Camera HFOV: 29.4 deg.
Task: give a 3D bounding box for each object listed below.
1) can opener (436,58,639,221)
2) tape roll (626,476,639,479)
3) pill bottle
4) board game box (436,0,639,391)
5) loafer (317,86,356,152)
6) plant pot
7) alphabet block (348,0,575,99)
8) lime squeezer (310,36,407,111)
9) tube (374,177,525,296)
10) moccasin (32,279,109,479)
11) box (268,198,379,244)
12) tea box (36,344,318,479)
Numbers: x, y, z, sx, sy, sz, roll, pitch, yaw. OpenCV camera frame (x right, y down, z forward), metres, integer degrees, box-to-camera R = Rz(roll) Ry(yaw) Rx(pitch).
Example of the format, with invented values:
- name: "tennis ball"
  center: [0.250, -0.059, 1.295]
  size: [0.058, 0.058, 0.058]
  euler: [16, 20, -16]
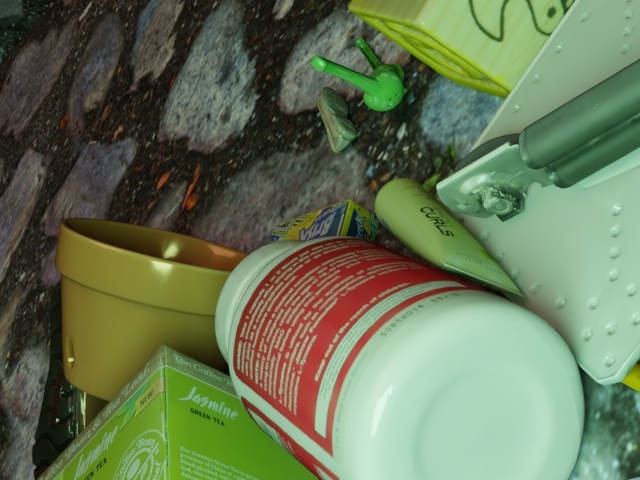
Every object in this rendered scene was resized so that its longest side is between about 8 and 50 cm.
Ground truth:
- name: "can opener"
  center: [0.225, -0.104, 1.158]
  size: [0.283, 0.076, 0.095]
  euler: [-32, 40, 40]
- name: "tape roll"
  center: [0.244, 0.306, 0.843]
  size: [0.275, 0.090, 0.275]
  euler: [-38, 36, 34]
- name: "pill bottle"
  center: [0.048, 0.123, 1.183]
  size: [0.229, 0.229, 0.407]
  euler: [-61, 28, -2]
- name: "board game box"
  center: [0.301, -0.099, 1.163]
  size: [0.390, 0.050, 0.390]
  euler: [-55, 28, 9]
- name: "loafer"
  center: [0.016, -0.169, 1.702]
  size: [0.039, 0.045, 0.125]
  euler: [-54, 31, 26]
- name: "plant pot"
  center: [-0.222, 0.102, 1.626]
  size: [0.291, 0.290, 0.204]
  euler: [25, 104, 62]
- name: "alphabet block"
  center: [0.183, -0.292, 1.388]
  size: [0.197, 0.192, 0.193]
  euler: [-60, 26, 2]
- name: "lime squeezer"
  center: [0.063, -0.215, 1.616]
  size: [0.310, 0.109, 0.059]
  euler: [-50, -18, -71]
- name: "tube"
  center: [0.121, -0.002, 1.233]
  size: [0.070, 0.062, 0.240]
  euler: [-19, 24, -9]
- name: "moccasin"
  center: [-0.331, 0.242, 1.776]
  size: [0.139, 0.147, 0.380]
  euler: [-7, 79, 48]
- name: "box"
  center: [0.000, 0.000, 1.559]
  size: [0.169, 0.054, 0.059]
  euler: [-17, 50, 51]
- name: "tea box"
  center: [-0.174, 0.359, 1.336]
  size: [0.329, 0.220, 0.324]
  euler: [-47, 31, 24]
